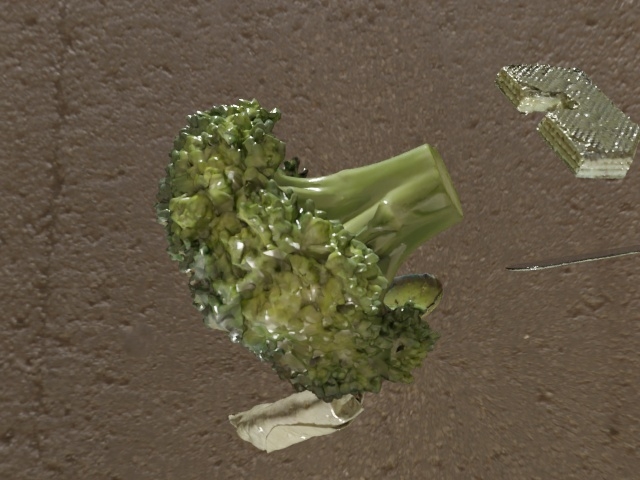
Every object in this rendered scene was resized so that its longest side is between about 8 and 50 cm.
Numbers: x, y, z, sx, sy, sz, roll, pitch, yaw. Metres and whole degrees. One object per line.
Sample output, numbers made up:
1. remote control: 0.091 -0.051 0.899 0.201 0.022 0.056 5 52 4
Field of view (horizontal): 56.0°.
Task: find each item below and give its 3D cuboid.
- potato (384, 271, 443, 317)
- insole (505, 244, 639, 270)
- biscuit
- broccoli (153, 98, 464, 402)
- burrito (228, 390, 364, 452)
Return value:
1. potato: 0.089 0.094 0.851 0.198 0.119 0.054 1 62 -34
2. insole: 0.193 0.007 0.382 0.153 0.053 0.002 -8 90 -6
3. biscuit: 0.362 -0.177 0.858 0.148 0.046 0.249 -1 44 -16
4. broccoli: -0.011 0.016 0.553 0.260 0.288 0.235 -3 61 33
5. burrito: -0.038 0.251 0.850 0.082 0.275 0.059 33 49 -23
